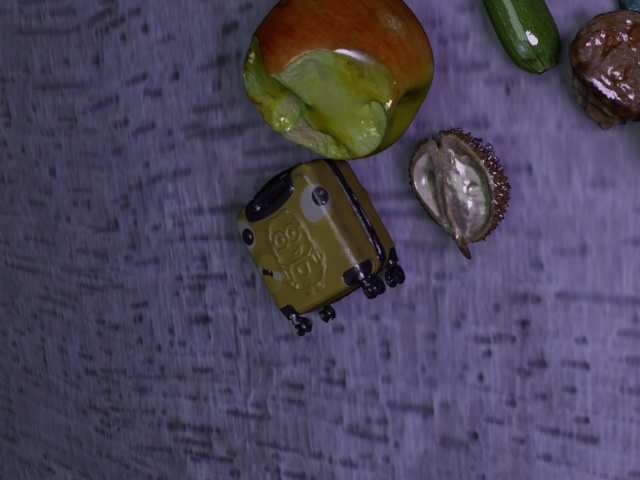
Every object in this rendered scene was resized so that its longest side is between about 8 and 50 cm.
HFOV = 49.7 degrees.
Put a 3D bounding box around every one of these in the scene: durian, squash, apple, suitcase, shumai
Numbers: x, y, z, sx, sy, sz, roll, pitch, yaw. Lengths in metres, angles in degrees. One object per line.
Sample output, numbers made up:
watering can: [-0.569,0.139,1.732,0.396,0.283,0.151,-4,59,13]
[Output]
durian: [0.202,-0.067,0.948,0.148,0.091,0.189,6,108,46]
squash: [0.241,-0.314,0.874,0.068,0.077,0.219,152,99,-76]
apple: [0.029,-0.226,0.937,0.226,0.246,0.246,43,122,9]
suitcase: [0.000,0.000,1.069,0.193,0.143,0.235,-32,83,36]
shumai: [0.351,-0.203,0.818,0.105,0.139,0.123,15,80,63]

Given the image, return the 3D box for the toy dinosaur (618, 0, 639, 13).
toy dinosaur: [0.540,-0.262,0.680,0.383,0.129,0.331,46,133,16]
